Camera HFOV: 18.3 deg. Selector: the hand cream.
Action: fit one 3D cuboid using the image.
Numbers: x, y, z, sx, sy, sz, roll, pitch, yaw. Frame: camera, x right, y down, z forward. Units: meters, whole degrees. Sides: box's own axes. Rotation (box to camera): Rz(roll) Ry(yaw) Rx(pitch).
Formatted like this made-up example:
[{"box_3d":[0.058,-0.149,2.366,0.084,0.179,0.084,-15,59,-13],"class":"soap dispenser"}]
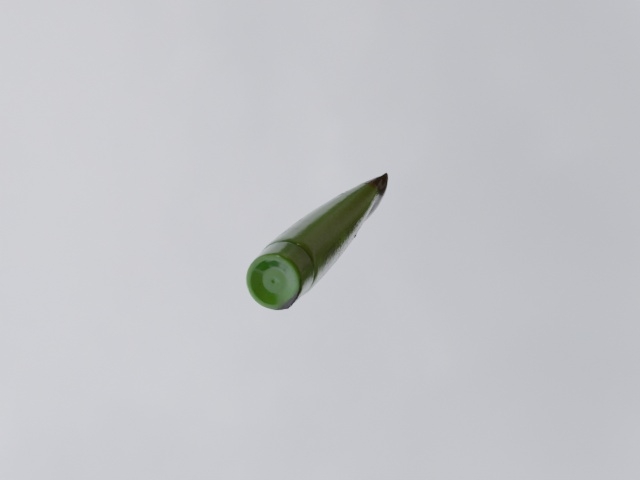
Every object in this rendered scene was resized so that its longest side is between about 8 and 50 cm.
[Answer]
[{"box_3d":[0.000,0.000,0.776,0.023,0.036,0.122,44,-158,2],"class":"hand cream"}]
